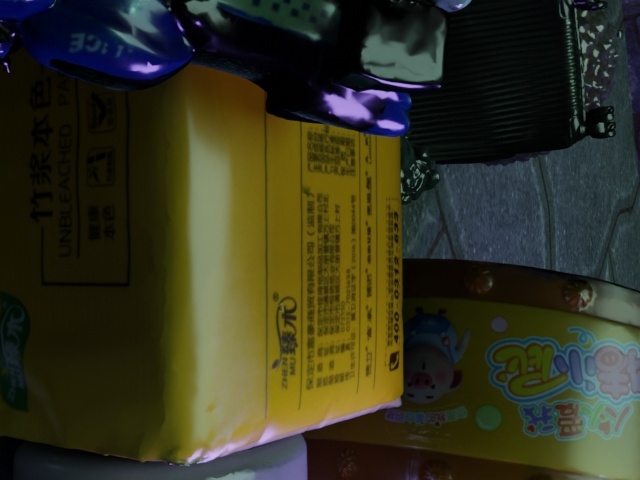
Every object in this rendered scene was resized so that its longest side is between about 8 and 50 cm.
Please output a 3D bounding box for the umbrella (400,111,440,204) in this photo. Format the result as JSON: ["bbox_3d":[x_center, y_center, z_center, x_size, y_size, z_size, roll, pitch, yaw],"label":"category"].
[{"bbox_3d":[0.037,-0.196,0.984,0.143,0.094,0.348,-18,100,-27],"label":"umbrella"}]

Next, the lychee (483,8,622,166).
[{"bbox_3d":[0.270,-0.239,1.254,0.300,0.300,0.300,2,87,-60],"label":"lychee"}]

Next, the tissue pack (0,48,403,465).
[{"bbox_3d":[-0.085,-0.053,0.673,0.293,0.228,0.382,0,88,-57],"label":"tissue pack"}]

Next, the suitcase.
[{"bbox_3d":[0.183,-0.195,1.063,0.128,0.312,0.202,-39,122,-67],"label":"suitcase"}]

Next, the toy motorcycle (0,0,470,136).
[{"bbox_3d":[-0.089,-0.136,0.446,0.331,0.125,0.196,12,85,-23],"label":"toy motorcycle"}]

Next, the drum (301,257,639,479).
[{"bbox_3d":[0.170,0.175,0.920,0.431,0.431,0.214,34,61,-55],"label":"drum"}]

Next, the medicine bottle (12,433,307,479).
[{"bbox_3d":[-0.111,0.305,0.641,0.208,0.208,0.339,0,89,-60],"label":"medicine bottle"}]
